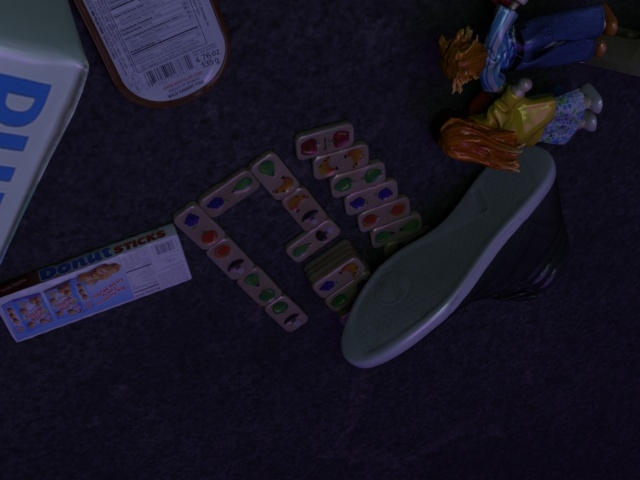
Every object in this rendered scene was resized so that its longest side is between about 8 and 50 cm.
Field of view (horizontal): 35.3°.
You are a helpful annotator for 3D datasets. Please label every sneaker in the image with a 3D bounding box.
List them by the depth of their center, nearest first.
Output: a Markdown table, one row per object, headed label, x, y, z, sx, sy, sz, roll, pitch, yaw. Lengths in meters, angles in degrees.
| label | x | y | z | sx | sy | sz | roll | pitch | yaw |
| --- | --- | --- | --- | --- | --- | --- | --- | --- | --- |
| sneaker | 0.157 | 0.048 | 1.062 | 0.296 | 0.104 | 0.147 | -45 | 134 | -6 |

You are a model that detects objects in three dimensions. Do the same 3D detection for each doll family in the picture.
| label | x | y | z | sx | sy | sz | roll | pitch | yaw |
| --- | --- | --- | --- | --- | --- | --- | --- | --- | --- |
| doll family | 0.177 | -0.152 | 0.905 | 0.163 | 0.118 | 0.262 | -13 | 135 | -15 |

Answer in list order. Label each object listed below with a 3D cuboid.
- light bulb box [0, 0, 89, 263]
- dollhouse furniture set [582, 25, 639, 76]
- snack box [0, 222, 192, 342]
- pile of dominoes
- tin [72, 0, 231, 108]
| label | x | y | z | sx | sy | sz | roll | pitch | yaw |
| --- | --- | --- | --- | --- | --- | --- | --- | --- | --- |
| light bulb box | -0.344 | -0.134 | 0.485 | 0.361 | 0.358 | 0.225 | 12 | 125 | -33 |
| dollhouse furniture set | 0.354 | -0.261 | 0.915 | 0.212 | 0.161 | 0.242 | 6 | 105 | -31 |
| snack box | -0.215 | 0.040 | 0.955 | 0.178 | 0.022 | 0.064 | -20 | 137 | -9 |
| pile of dominoes | 0.000 | 0.000 | 1.014 | 0.196 | 0.040 | 0.251 | -35 | 137 | 6 |
| tin | -0.133 | -0.184 | 0.780 | 0.106 | 0.040 | 0.189 | -27 | 137 | -7 |
